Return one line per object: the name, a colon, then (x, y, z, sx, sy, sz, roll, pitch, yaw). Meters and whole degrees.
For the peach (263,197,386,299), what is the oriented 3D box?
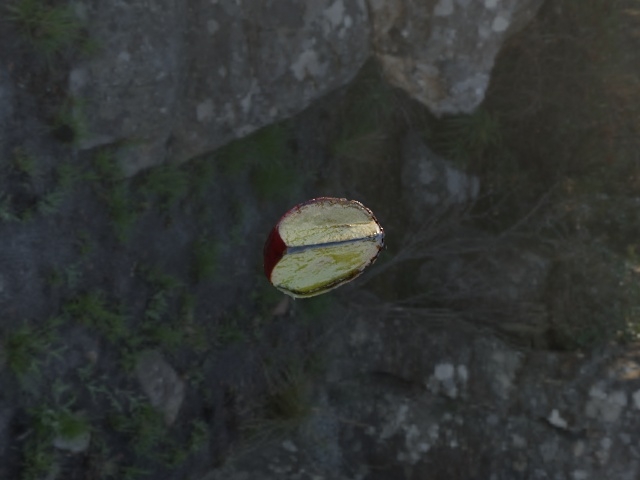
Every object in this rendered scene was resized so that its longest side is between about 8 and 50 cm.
peach: (0.000, 0.000, 0.599, 0.077, 0.083, 0.050, 38, 26, -47)
